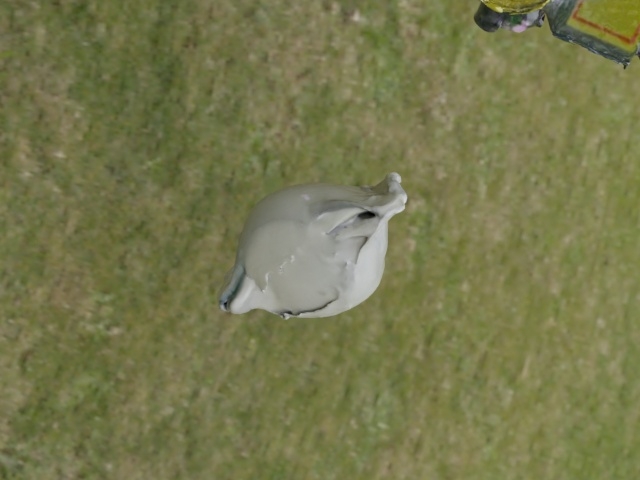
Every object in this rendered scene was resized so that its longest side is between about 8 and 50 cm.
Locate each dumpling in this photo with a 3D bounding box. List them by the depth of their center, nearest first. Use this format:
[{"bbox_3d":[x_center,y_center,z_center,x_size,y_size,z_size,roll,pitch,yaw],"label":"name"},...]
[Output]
[{"bbox_3d":[0.000,0.000,0.955,0.108,0.188,0.127,55,33,-7],"label":"dumpling"}]

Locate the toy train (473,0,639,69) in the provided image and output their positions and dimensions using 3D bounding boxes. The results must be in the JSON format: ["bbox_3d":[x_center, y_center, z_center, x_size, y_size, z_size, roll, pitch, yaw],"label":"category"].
[{"bbox_3d":[0.219,-0.263,0.946,0.134,0.177,0.261,-67,180,-53],"label":"toy train"}]
